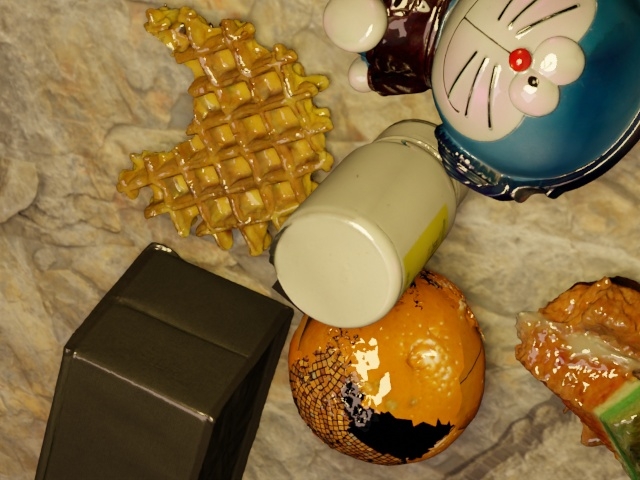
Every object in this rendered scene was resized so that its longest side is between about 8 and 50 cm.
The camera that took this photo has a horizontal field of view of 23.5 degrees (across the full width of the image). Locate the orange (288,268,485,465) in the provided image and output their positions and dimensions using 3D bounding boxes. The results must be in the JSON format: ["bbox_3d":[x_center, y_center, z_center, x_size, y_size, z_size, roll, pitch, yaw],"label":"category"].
[{"bbox_3d":[0.080,0.140,1.741,0.234,0.234,0.182,48,153,-5],"label":"orange"}]

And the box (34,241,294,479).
[{"bbox_3d":[-0.206,0.231,1.923,0.205,0.251,0.345,24,126,9],"label":"box"}]

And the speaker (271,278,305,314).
[{"bbox_3d":[0.031,0.096,1.862,0.191,0.040,0.046,39,129,2],"label":"speaker"}]

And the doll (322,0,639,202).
[{"bbox_3d":[0.188,-0.190,1.504,0.310,0.240,0.284,32,101,26],"label":"doll"}]

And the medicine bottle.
[{"bbox_3d":[0.062,-0.026,1.639,0.143,0.258,0.143,12,123,20],"label":"medicine bottle"}]

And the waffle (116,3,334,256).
[{"bbox_3d":[-0.103,-0.124,1.792,0.260,0.069,0.293,24,123,11],"label":"waffle"}]

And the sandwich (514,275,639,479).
[{"bbox_3d":[0.341,0.161,1.661,0.301,0.162,0.250,28,131,13],"label":"sandwich"}]
